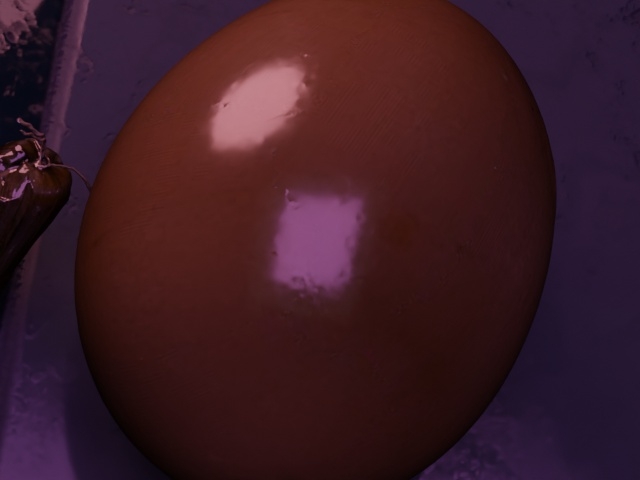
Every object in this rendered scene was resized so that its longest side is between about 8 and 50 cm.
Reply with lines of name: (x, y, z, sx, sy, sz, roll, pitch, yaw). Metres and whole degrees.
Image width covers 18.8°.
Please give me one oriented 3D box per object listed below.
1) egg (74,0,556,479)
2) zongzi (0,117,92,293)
egg: (0.000, 0.000, 1.272, 0.301, 0.301, 0.374, 27, 58, 2)
zongzi: (-0.232, 0.035, 1.306, 0.187, 0.084, 0.184, -21, 73, 30)
